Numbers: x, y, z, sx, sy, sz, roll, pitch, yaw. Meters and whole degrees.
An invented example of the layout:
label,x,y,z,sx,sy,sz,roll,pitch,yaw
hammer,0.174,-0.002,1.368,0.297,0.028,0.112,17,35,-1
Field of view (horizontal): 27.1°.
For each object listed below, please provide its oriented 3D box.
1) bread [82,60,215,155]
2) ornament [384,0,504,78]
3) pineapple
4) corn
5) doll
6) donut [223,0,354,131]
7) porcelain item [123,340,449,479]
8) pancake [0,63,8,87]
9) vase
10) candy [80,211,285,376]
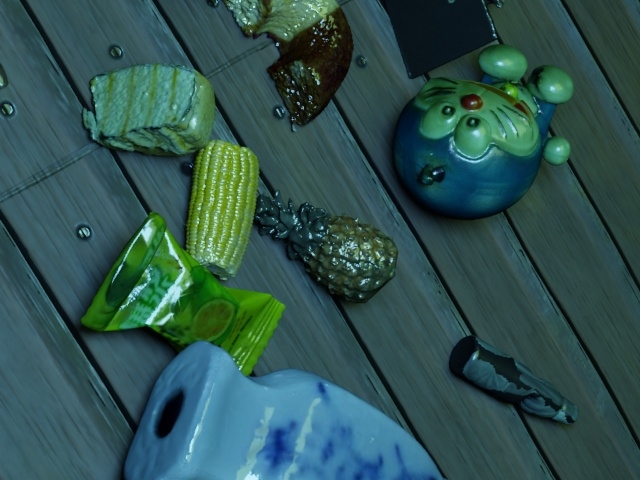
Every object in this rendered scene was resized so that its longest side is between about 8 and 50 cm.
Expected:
label,x,y,z,sx,sy,sz,roll,pitch,yaw
bread,-0.192,-0.150,1.587,0.110,0.156,0.103,32,63,-60
ornament,0.219,-0.339,1.898,0.196,0.166,0.153,-18,88,-51
pineapple,0.000,0.000,1.677,0.197,0.108,0.108,29,62,-9
corn,-0.121,-0.038,1.618,0.085,0.063,0.165,24,66,-37
doll,0.219,-0.138,1.802,0.198,0.186,0.322,31,37,25
donut,-0.029,-0.275,1.732,0.141,0.085,0.217,-39,98,-35
porcelain item,-0.014,0.283,1.532,0.405,0.178,0.243,32,60,-27
pancake,-0.441,-0.164,1.465,0.184,0.020,0.191,21,66,-29
vase,0.273,0.199,1.820,0.211,0.060,0.060,30,62,-23
candy,-0.155,0.083,1.548,0.246,0.069,0.149,36,79,-33
